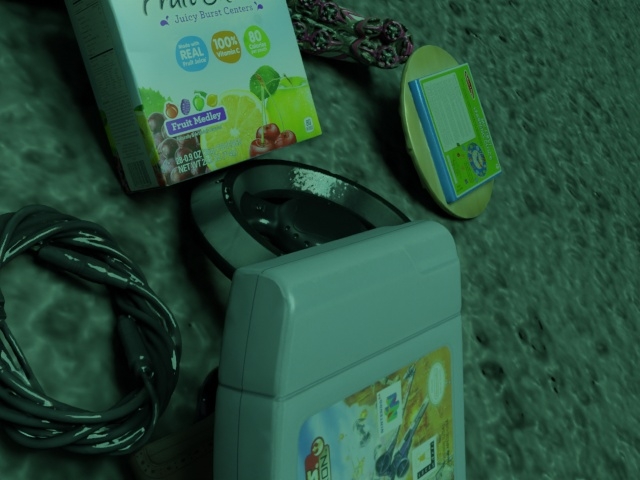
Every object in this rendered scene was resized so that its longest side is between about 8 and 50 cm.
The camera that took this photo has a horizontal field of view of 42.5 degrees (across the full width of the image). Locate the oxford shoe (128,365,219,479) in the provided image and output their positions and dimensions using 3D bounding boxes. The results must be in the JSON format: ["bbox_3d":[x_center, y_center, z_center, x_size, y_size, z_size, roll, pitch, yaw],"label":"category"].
[{"bbox_3d":[-0.022,0.108,0.595,0.098,0.097,0.271,46,38,5],"label":"oxford shoe"}]

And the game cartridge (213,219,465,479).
[{"bbox_3d":[0.021,0.148,0.511,0.198,0.062,0.297,-19,109,-53],"label":"game cartridge"}]

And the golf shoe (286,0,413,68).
[{"bbox_3d":[0.009,-0.239,0.938,0.186,0.067,0.086,17,4,-18],"label":"golf shoe"}]

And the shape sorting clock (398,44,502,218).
[{"bbox_3d":[0.149,-0.126,0.958,0.206,0.040,0.206,16,68,-46],"label":"shape sorting clock"}]

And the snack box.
[{"bbox_3d":[-0.104,-0.161,0.671,0.174,0.070,0.207,-26,103,-42],"label":"snack box"}]

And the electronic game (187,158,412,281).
[{"bbox_3d":[0.000,0.000,0.690,0.229,0.048,0.229,19,28,-10],"label":"electronic game"}]

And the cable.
[{"bbox_3d":[-0.162,0.058,0.536,0.184,0.047,0.150,51,31,16],"label":"cable"}]
